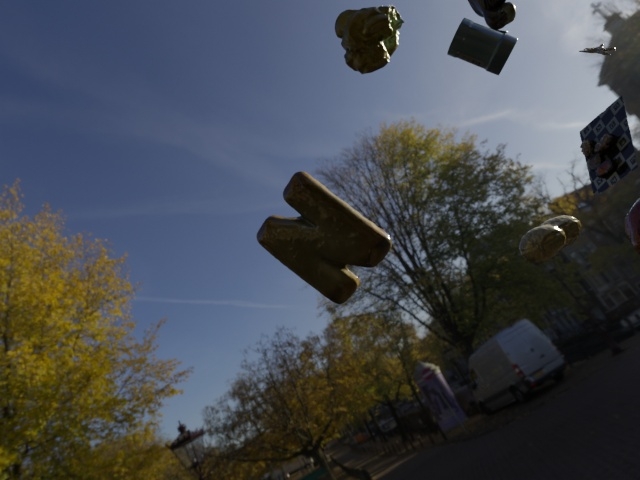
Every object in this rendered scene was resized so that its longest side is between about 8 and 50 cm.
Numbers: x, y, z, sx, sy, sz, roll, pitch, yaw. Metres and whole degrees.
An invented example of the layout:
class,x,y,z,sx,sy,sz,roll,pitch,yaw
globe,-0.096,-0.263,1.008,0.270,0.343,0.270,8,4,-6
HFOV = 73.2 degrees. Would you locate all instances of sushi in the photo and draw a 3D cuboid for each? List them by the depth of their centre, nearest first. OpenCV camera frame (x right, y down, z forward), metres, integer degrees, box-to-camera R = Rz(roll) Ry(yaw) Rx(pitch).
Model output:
class,x,y,z,sx,sy,sz,roll,pitch,yaw
sushi,0.902,-0.301,1.389,0.043,0.280,0.192,9,-24,-6

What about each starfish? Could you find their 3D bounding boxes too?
class,x,y,z,sx,sy,sz,roll,pitch,yaw
starfish,0.789,-0.541,1.227,0.092,0.086,0.016,-1,-53,12

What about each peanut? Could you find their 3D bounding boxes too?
class,x,y,z,sx,sy,sz,roll,pitch,yaw
peanut,0.519,-0.007,0.968,0.187,0.082,0.082,-22,-22,-34

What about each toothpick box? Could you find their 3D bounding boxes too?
class,x,y,z,sx,sy,sz,roll,pitch,yaw
toothpick box,0.437,-0.525,1.167,0.101,0.153,0.101,-59,-11,-18

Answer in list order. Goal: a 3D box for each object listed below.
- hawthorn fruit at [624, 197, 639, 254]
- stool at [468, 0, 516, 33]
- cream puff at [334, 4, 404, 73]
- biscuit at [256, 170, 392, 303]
class,x,y,z,sx,sy,sz,roll,pitch,yaw
hawthorn fruit,0.811,-0.020,0.959,0.205,0.205,0.253,-40,-44,26
stool,0.521,-0.728,1.288,0.121,0.217,0.125,-32,-6,4
cream puff,0.134,-0.582,1.252,0.195,0.195,0.221,-45,-3,35
biscuit,0.000,0.000,1.039,0.237,0.290,0.062,-52,-4,28
